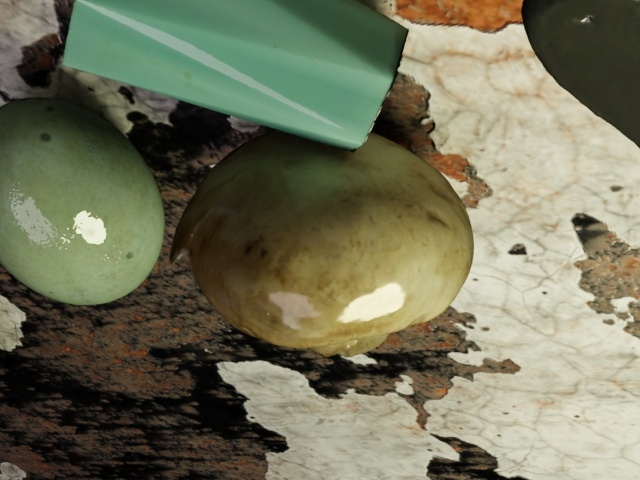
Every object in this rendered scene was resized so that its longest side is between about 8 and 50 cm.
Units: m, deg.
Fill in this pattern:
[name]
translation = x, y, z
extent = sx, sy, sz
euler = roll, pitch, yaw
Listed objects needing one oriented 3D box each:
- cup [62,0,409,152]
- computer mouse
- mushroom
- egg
[cup]
translation = -0.058, -0.162, 0.827
extent = 0.236, 0.134, 0.148
euler = 20, 149, -7
[computer mouse]
translation = 0.250, -0.129, 0.750
extent = 0.270, 0.086, 0.137
euler = 31, 153, -30
[mushroom]
translation = 0.000, 0.000, 0.917
extent = 0.255, 0.255, 0.184
euler = 9, 133, 15
[egg]
translation = -0.243, -0.036, 1.043
extent = 0.169, 0.169, 0.236
euler = 1, 138, 25
